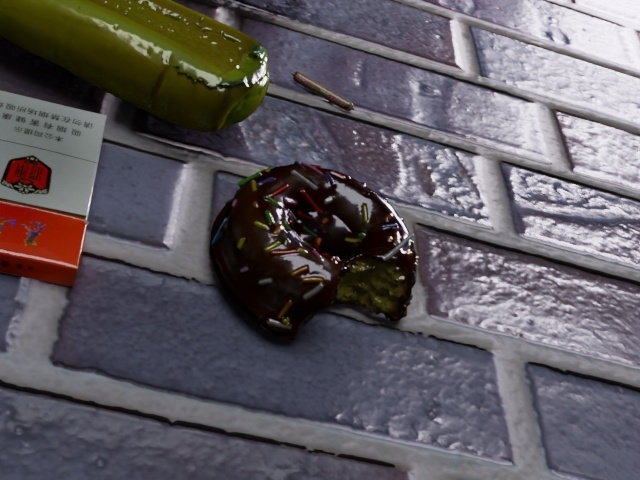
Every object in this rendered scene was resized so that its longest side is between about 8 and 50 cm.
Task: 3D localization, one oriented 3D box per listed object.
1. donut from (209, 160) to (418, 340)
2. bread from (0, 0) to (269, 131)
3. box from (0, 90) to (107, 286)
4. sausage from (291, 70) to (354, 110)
[{"bbox_3d":[-0.001,0.000,1.063,0.230,0.096,0.216,1,46,-25],"label":"donut"},{"bbox_3d":[-0.247,-0.238,1.184,0.383,0.112,0.166,25,38,2],"label":"bread"},{"bbox_3d":[-0.302,-0.062,1.025,0.139,0.035,0.245,13,41,-14],"label":"box"},{"bbox_3d":[0.003,-0.202,1.346,0.100,0.015,0.015,31,40,6],"label":"sausage"}]
